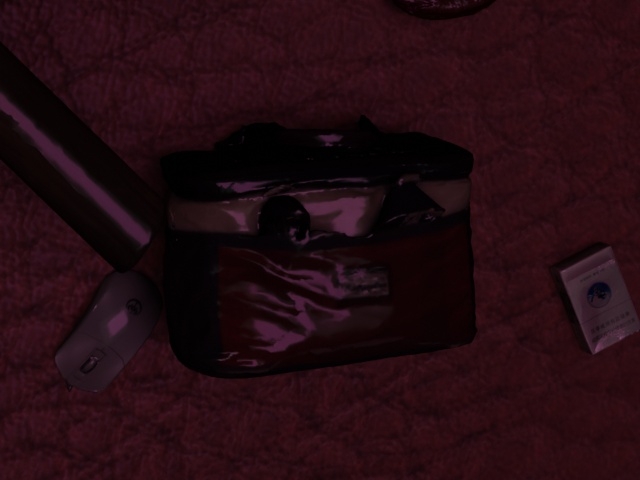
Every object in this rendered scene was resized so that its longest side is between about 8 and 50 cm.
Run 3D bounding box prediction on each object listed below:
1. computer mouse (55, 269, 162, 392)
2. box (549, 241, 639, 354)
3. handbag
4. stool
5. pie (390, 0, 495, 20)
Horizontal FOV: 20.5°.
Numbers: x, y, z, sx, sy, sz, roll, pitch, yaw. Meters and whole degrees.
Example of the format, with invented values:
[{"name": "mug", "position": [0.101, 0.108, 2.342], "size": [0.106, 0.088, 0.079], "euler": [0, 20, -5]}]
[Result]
[{"name": "computer mouse", "position": [-0.168, 0.076, 1.411], "size": [0.056, 0.032, 0.110], "euler": [37, 87, -17]}, {"name": "box", "position": [0.238, 0.050, 1.532], "size": [0.054, 0.024, 0.083], "euler": [-26, 105, -10]}, {"name": "handbag", "position": [0.000, 0.000, 1.375], "size": [0.254, 0.181, 0.181], "euler": [-7, 101, -18]}, {"name": "stool", "position": [-0.177, -0.164, 1.233], "size": [0.226, 0.310, 0.310], "euler": [31, 89, -20]}, {"name": "pie", "position": [0.102, -0.254, 1.442], "size": [0.154, 0.036, 0.154], "euler": [-2, 98, -16]}]
